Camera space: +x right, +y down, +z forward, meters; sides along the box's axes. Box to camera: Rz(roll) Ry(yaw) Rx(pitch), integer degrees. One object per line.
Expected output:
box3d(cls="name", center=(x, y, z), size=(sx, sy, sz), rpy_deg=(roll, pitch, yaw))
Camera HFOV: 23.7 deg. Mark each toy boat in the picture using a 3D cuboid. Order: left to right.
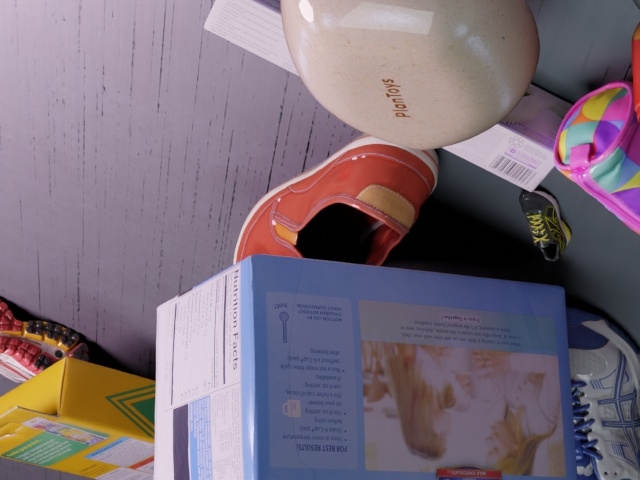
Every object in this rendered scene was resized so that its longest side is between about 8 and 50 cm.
box3d(cls="toy boat", center=(0.133, -0.163, 1.135), size=(0.318, 0.148, 0.267), rpy_deg=(4, 161, 9))

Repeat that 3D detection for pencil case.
box3d(cls="pencil case", center=(0.304, -0.034, 1.280), size=(0.236, 0.104, 0.104), rpy_deg=(36, 143, -22))

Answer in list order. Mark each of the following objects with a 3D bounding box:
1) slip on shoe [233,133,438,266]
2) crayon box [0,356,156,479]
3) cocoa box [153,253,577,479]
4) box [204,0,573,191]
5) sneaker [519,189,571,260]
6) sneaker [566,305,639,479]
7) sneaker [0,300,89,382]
box3d(cls="slip on shoe", center=(0.000, 0.000, 1.506), size=(0.123, 0.101, 0.331), rpy_deg=(31, 146, -16))
box3d(cls="crayon box", center=(-0.270, 0.234, 1.912), size=(0.323, 0.083, 0.203), rpy_deg=(19, 151, -30))
box3d(cls="cocoa box", center=(0.041, 0.159, 1.453), size=(0.347, 0.232, 0.228), rpy_deg=(6, 162, -27))
box3d(cls="box", center=(0.062, -0.147, 1.302), size=(0.324, 0.063, 0.067), rpy_deg=(26, 144, -6))
box3d(cls="sneaker", center=(0.211, -0.014, 1.428), size=(0.031, 0.035, 0.083), rpy_deg=(-10, 135, 37))
box3d(cls="sneaker", center=(0.283, 0.191, 1.587), size=(0.111, 0.131, 0.296), rpy_deg=(-5, 136, 36))
box3d(cls="sneaker", center=(-0.409, 0.132, 1.921), size=(0.225, 0.088, 0.093), rpy_deg=(27, 147, -7))
